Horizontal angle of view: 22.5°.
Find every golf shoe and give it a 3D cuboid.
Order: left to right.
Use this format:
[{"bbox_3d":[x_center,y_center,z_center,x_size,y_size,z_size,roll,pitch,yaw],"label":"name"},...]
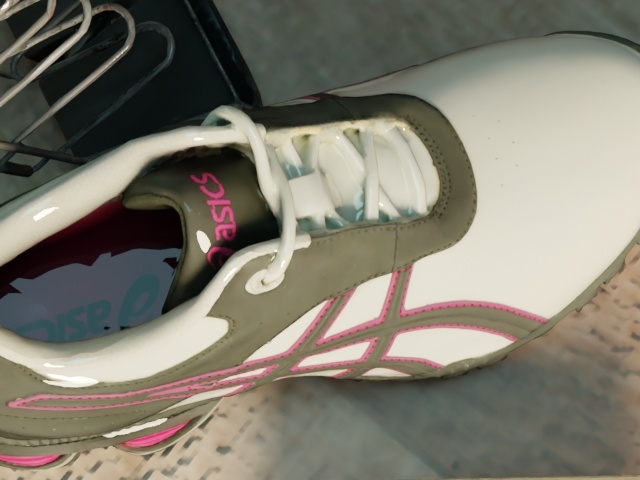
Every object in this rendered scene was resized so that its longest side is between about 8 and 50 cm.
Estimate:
[{"bbox_3d":[0.000,0.000,0.511,0.273,0.120,0.105,-22,78,-6],"label":"golf shoe"}]

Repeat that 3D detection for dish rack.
[{"bbox_3d":[-0.130,-0.119,0.467,0.074,0.271,0.208,-32,79,14],"label":"dish rack"}]

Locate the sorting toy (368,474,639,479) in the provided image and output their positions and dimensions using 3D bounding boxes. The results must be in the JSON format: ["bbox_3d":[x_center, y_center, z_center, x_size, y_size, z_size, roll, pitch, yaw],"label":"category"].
[{"bbox_3d":[0.071,0.143,0.516,0.275,0.046,0.132,-1,78,0],"label":"sorting toy"}]
